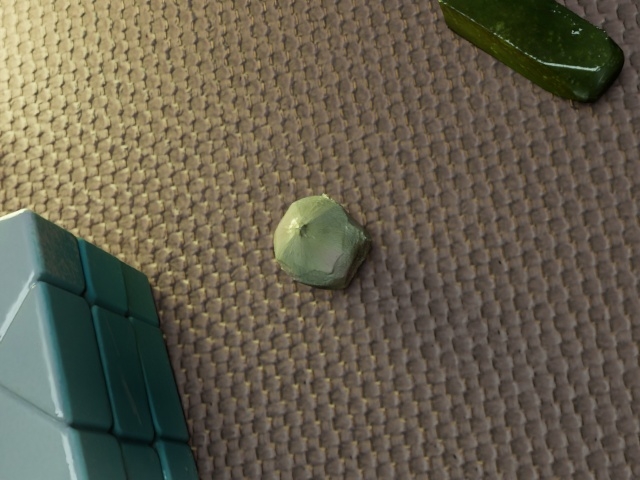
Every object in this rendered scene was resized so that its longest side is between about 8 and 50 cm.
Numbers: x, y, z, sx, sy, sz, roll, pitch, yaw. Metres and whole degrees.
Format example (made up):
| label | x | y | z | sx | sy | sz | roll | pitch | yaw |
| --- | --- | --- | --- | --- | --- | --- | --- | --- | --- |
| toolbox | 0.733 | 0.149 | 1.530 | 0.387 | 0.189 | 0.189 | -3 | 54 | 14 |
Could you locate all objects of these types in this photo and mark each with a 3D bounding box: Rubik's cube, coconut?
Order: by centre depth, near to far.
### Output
| label | x | y | z | sx | sy | sz | roll | pitch | yaw |
| --- | --- | --- | --- | --- | --- | --- | --- | --- | --- |
| Rubik's cube | -0.357 | 0.192 | 1.219 | 0.319 | 0.316 | 0.321 | -20 | 70 | 10 |
| coconut | 0.000 | 0.000 | 1.272 | 0.110 | 0.124 | 0.110 | -4 | 75 | 16 |

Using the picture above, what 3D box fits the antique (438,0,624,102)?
| label | x | y | z | sx | sy | sz | roll | pitch | yaw |
| --- | --- | --- | --- | --- | --- | --- | --- | --- | --- |
| antique | 0.252 | -0.243 | 1.292 | 0.221 | 0.081 | 0.080 | 39 | 89 | 21 |
